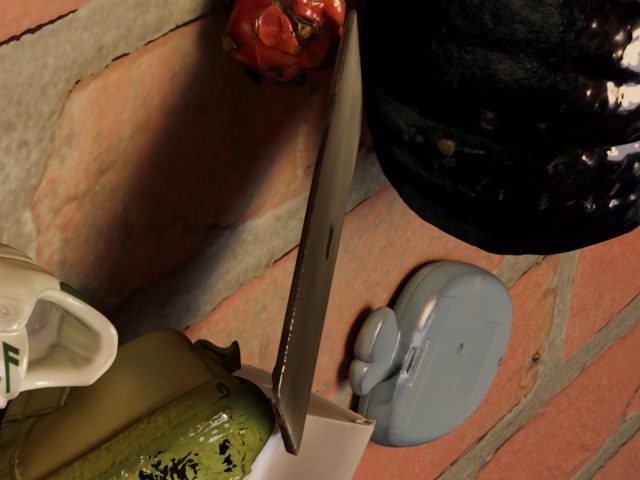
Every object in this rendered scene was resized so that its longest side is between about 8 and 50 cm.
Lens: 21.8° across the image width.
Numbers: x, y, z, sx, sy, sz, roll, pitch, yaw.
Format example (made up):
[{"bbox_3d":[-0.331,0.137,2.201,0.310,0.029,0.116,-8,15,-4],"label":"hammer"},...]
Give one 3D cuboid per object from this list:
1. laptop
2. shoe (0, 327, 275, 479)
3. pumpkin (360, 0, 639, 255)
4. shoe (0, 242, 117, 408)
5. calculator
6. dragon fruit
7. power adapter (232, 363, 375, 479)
[{"bbox_3d":[0.000,0.000,1.126,0.188,0.015,0.269,83,17,-73],"label":"laptop"},{"bbox_3d":[-0.154,0.159,1.106,0.262,0.128,0.140,-29,133,-6],"label":"shoe"},{"bbox_3d":[0.186,-0.162,1.275,0.363,0.266,0.363,-50,153,-38],"label":"pumpkin"},{"bbox_3d":[-0.218,0.048,0.929,0.265,0.110,0.095,-6,118,-61],"label":"shoe"},{"bbox_3d":[0.109,0.110,1.593,0.302,0.042,0.188,6,107,-63],"label":"calculator"},{"bbox_3d":[-0.022,-0.146,1.141,0.086,0.081,0.116,-42,175,7],"label":"dragon fruit"},{"bbox_3d":[-0.083,0.224,1.277,0.187,0.124,0.255,21,94,-60],"label":"power adapter"}]
